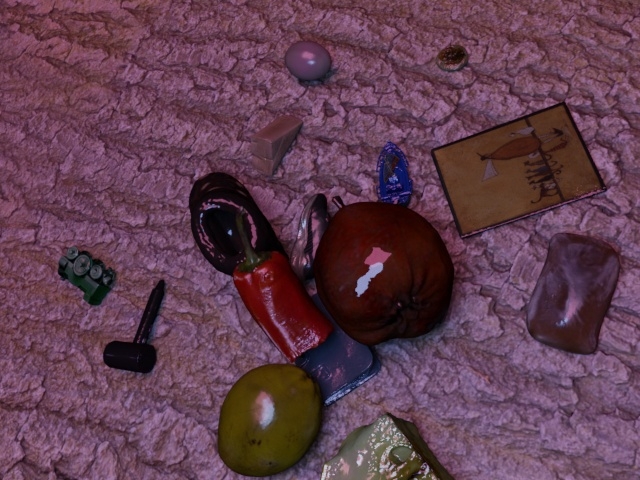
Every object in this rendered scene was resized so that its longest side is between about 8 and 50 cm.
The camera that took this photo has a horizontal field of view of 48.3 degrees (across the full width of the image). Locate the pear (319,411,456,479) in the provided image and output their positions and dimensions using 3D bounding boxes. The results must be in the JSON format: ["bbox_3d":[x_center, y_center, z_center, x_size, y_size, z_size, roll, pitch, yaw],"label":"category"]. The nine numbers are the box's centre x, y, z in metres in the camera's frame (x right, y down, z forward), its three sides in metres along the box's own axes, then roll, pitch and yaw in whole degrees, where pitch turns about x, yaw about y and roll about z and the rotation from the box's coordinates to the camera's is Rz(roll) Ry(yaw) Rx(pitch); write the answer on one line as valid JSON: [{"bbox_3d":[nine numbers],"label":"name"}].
[{"bbox_3d":[0.127,0.515,1.379,0.282,0.176,0.286,-42,56,0],"label":"pear"}]

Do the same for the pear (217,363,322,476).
[{"bbox_3d":[-0.109,0.379,1.504,0.269,0.212,0.212,-48,60,9],"label":"pear"}]

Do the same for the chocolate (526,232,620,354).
[{"bbox_3d":[0.523,0.097,1.478,0.156,0.080,0.254,16,73,25],"label":"chocolate"}]

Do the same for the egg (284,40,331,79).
[{"bbox_3d":[-0.034,-0.486,1.930,0.135,0.103,0.103,16,73,24],"label":"egg"}]

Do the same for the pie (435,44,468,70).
[{"bbox_3d":[0.338,-0.470,1.839,0.085,0.017,0.085,-8,64,16],"label":"pie"}]

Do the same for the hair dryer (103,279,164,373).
[{"bbox_3d":[-0.452,0.206,1.787,0.114,0.070,0.248,3,64,21],"label":"hair dryer"}]

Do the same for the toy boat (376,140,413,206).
[{"bbox_3d":[0.171,-0.172,1.710,0.091,0.110,0.175,-10,62,15],"label":"toy boat"}]

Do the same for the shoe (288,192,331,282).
[{"bbox_3d":[0.000,0.000,1.707,0.112,0.099,0.228,12,75,17],"label":"shoe"}]

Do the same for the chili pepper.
[{"bbox_3d":[-0.115,0.090,1.523,0.134,0.131,0.338,-35,99,3],"label":"chili pepper"}]

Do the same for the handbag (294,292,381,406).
[{"bbox_3d":[0.009,0.239,1.607,0.179,0.062,0.229,-33,60,3],"label":"handbag"}]

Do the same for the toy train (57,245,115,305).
[{"bbox_3d":[-0.628,0.089,1.901,0.178,0.071,0.105,31,90,27],"label":"toy train"}]

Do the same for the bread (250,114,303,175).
[{"bbox_3d":[-0.115,-0.257,1.901,0.077,0.105,0.152,26,45,28],"label":"bread"}]

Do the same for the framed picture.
[{"bbox_3d":[0.451,-0.166,1.662,0.338,0.014,0.256,-19,62,11],"label":"framed picture"}]

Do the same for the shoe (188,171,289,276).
[{"bbox_3d":[-0.229,-0.048,1.721,0.171,0.237,0.384,-36,60,1],"label":"shoe"}]

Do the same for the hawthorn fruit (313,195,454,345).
[{"bbox_3d":[0.125,0.065,1.521,0.308,0.308,0.324,-46,25,-5],"label":"hawthorn fruit"}]
